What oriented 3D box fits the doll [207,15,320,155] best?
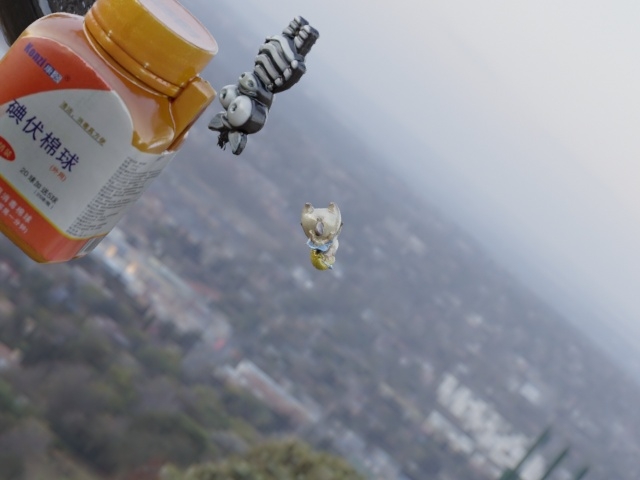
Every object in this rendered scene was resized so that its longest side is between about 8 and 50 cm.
[{"bbox_3d":[-0.082,-0.217,2.406,0.067,0.219,0.091,24,18,-46],"label":"doll"}]

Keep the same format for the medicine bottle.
[{"bbox_3d":[-0.192,-0.105,1.415,0.149,0.222,0.112,43,15,7],"label":"medicine bottle"}]

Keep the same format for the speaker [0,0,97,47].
[{"bbox_3d":[-0.357,-0.392,2.331,0.388,0.184,0.180,-58,137,-50],"label":"speaker"}]

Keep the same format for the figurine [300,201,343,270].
[{"bbox_3d":[0.000,0.000,1.886,0.083,0.047,0.050,79,15,-47],"label":"figurine"}]
